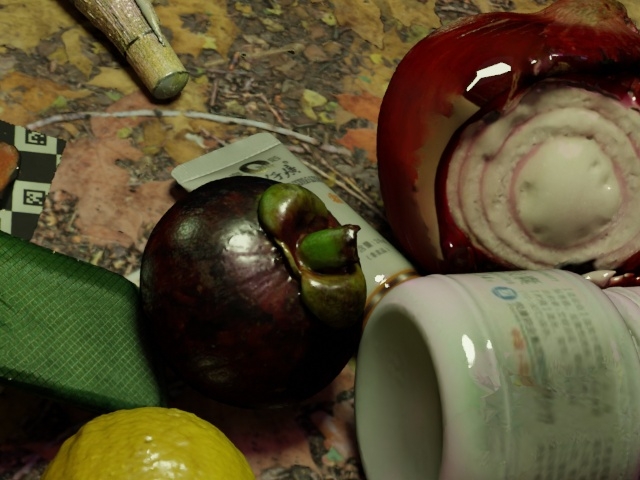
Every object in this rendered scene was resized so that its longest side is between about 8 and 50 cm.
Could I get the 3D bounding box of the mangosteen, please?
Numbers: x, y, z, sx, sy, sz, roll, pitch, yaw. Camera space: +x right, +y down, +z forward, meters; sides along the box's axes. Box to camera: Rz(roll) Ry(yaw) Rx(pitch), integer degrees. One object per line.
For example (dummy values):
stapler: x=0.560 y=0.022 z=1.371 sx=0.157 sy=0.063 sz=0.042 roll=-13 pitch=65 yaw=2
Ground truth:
mangosteen: x=-0.048 y=0.049 z=1.541 sx=0.216 sy=0.216 sz=0.216 roll=10 pitch=46 yaw=-11

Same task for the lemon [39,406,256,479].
lemon: x=-0.137 y=0.234 z=1.358 sx=0.192 sy=0.192 sz=0.231 roll=5 pitch=40 yaw=-15

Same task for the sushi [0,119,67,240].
sushi: x=-0.397 y=-0.090 z=1.666 sx=0.279 sy=0.043 sz=0.192 roll=18 pitch=46 yaw=-4

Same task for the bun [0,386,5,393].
bun: x=-0.365 y=0.063 z=1.478 sx=0.222 sy=0.127 sz=0.222 roll=9 pitch=46 yaw=-9

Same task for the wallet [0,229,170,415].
wallet: x=-0.230 y=0.078 z=1.491 sx=0.236 sy=0.055 sz=0.160 roll=23 pitch=37 yaw=-48

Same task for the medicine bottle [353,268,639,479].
medicine bottle: x=0.206 y=0.146 z=1.524 sx=0.302 sy=0.241 sz=0.241 roll=-2 pitch=50 yaw=-22

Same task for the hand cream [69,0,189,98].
hand cream: x=-0.209 y=-0.234 z=1.849 sx=0.084 sy=0.084 sz=0.203 roll=-19 pitch=64 yaw=-32

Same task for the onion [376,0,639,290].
onion: x=0.222 y=-0.081 z=1.706 sx=0.341 sy=0.341 sz=0.341 roll=10 pitch=46 yaw=-11

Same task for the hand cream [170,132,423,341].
hand cream: x=0.000 y=0.000 z=1.705 sx=0.314 sy=0.089 sz=0.139 roll=39 pitch=45 yaw=26
